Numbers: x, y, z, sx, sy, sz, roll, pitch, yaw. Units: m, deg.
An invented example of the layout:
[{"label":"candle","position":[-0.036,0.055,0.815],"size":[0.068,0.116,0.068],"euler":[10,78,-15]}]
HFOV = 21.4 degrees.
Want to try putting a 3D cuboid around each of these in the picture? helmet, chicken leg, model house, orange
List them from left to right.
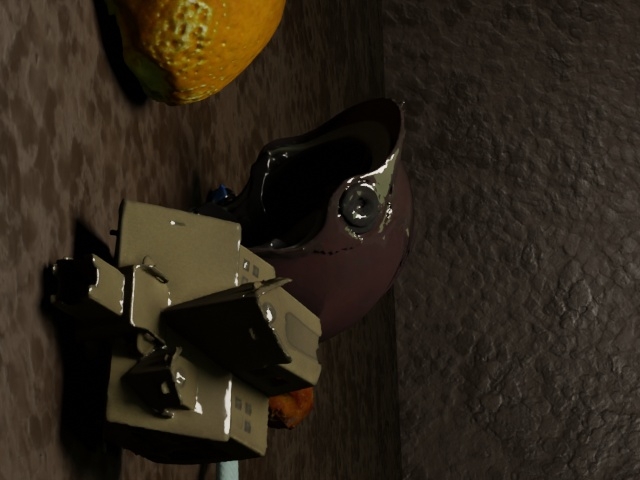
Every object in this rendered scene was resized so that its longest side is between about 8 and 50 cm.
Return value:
[{"label":"model house","position":[-0.131,0.071,1.492],"size":[0.243,0.204,0.211],"euler":[38,47,-54]},{"label":"orange","position":[-0.130,-0.309,1.683],"size":[0.262,0.196,0.334],"euler":[-103,178,-66]},{"label":"chicken leg","position":[-0.086,0.131,1.996],"size":[0.304,0.093,0.113],"euler":[57,12,-54]},{"label":"helmet","position":[0.000,0.000,1.815],"size":[0.177,0.305,0.225],"euler":[59,-7,-22]}]

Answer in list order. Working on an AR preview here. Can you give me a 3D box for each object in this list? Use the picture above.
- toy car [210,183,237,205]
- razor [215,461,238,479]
[{"label":"toy car","position":[-0.078,0.029,1.982],"size":[0.216,0.063,0.103],"euler":[57,3,25]},{"label":"razor","position":[-0.106,0.251,1.868],"size":[0.232,0.106,0.068],"euler":[-99,-179,-62]}]
